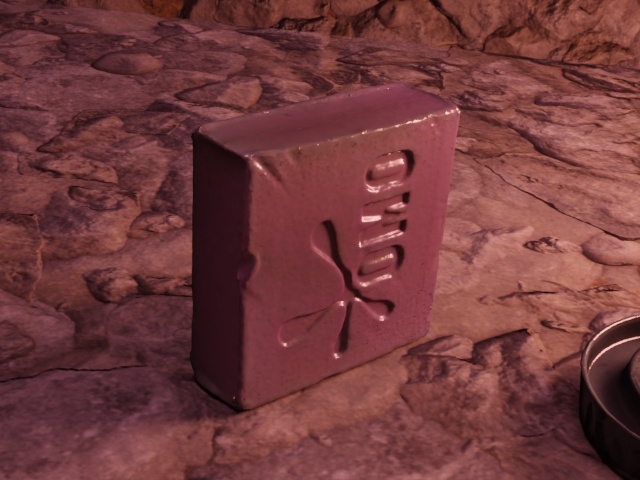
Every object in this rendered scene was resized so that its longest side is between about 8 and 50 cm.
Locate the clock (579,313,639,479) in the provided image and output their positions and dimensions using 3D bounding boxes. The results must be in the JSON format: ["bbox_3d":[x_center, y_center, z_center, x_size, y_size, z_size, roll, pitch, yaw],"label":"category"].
[{"bbox_3d":[0.419,0.174,1.056,0.313,0.061,0.312,3,27,-2],"label":"clock"}]

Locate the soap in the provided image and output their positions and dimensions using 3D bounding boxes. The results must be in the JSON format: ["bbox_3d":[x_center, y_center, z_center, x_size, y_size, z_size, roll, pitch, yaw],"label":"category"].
[{"bbox_3d":[0.000,0.000,1.088,0.285,0.296,0.107,-19,35,-34],"label":"soap"}]
